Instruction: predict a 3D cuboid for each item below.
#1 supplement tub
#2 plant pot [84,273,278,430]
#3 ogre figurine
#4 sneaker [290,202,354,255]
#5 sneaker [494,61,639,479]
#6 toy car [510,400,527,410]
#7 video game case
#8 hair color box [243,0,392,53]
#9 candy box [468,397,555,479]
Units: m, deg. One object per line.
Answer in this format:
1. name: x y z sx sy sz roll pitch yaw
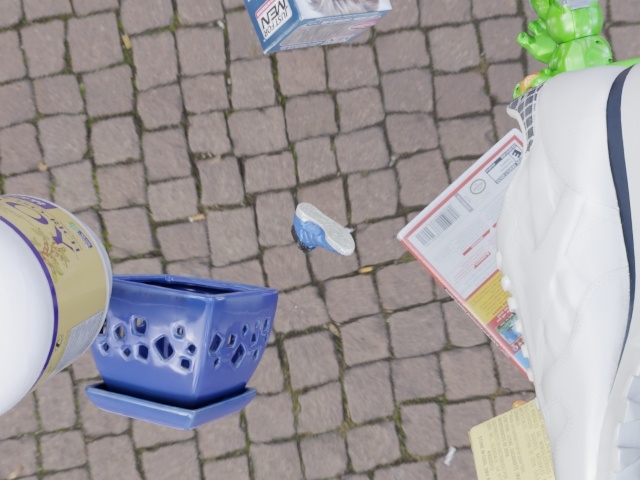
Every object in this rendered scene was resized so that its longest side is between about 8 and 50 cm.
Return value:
1. supplement tub: -0.389 0.067 0.902 0.240 0.331 0.241 0 95 -1
2. plant pot: -0.224 0.170 1.212 0.235 0.236 0.212 8 92 23
3. ogre figurine: 0.197 -0.122 0.589 0.096 0.118 0.197 8 95 6
4. sneaker: 0.001 0.000 1.524 0.152 0.085 0.058 39 40 22
5. sneaker: 0.132 0.034 0.366 0.090 0.094 0.235 9 83 -41
6. toy car: 0.386 0.338 1.368 0.122 0.040 0.060 33 98 38
7. video game case: 0.263 0.030 0.936 0.204 0.025 0.285 -42 82 -4
8. hair color box: -0.050 -0.444 1.045 0.173 0.105 0.347 -20 88 -38
9. candy box: 0.304 0.161 0.611 0.316 0.088 0.183 -34 126 26
